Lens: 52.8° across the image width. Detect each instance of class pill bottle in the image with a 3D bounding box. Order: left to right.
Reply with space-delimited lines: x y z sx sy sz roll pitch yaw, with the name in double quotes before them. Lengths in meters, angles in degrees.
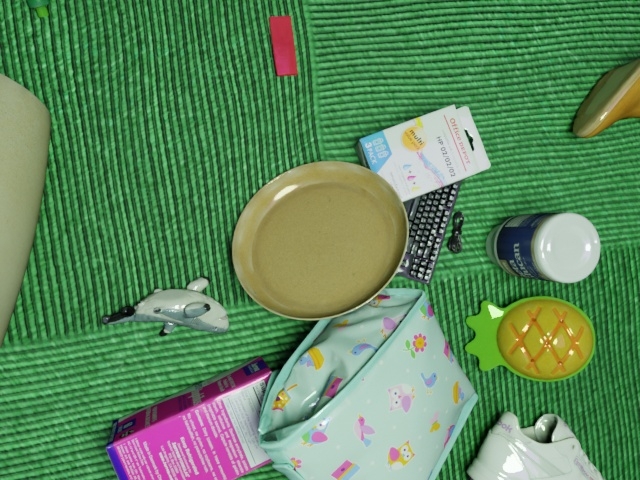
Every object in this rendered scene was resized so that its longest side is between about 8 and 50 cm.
"pill bottle" 0.305 0.009 0.914 0.094 0.169 0.094 0 91 -13

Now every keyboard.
"keyboard" 0.170 -0.025 0.958 0.108 0.023 0.180 19 88 -13

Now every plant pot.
"plant pot" -0.423 -0.054 0.720 0.257 0.256 0.273 23 70 -13
"plant pot" 0.000 0.000 0.855 0.237 0.032 0.236 -6 61 12

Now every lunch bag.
"lunch bag" 0.055 0.217 0.813 0.262 0.160 0.223 -49 123 -28

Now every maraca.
"maraca" 0.310 0.145 0.960 0.186 0.099 0.127 2 85 12

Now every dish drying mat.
"dish drying mat" -0.052 -0.273 0.907 0.032 0.008 0.083 -8 92 -14

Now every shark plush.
"shark plush" -0.204 0.105 0.857 0.161 0.073 0.067 -11 124 -18

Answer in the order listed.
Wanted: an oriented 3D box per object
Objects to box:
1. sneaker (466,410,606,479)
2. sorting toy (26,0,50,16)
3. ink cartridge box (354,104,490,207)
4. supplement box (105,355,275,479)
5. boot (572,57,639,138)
"sneaker" 0.378 0.354 0.967 0.305 0.114 0.152 23 87 -13
"sorting toy" -0.220 -0.363 0.835 0.366 0.127 0.126 -16 124 -10
"ink cartridge box" 0.153 -0.123 0.915 0.181 0.061 0.104 -21 89 -5
"supplement box" -0.150 0.253 0.841 0.220 0.111 0.113 -21 95 -13
"boot" 0.546 -0.207 1.002 0.211 0.104 0.295 44 77 -10
